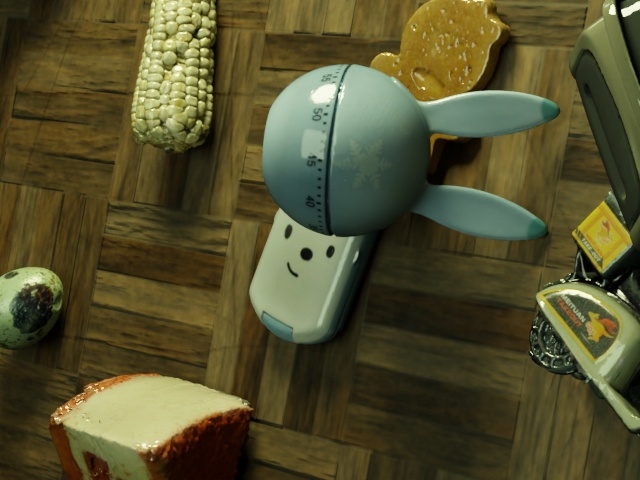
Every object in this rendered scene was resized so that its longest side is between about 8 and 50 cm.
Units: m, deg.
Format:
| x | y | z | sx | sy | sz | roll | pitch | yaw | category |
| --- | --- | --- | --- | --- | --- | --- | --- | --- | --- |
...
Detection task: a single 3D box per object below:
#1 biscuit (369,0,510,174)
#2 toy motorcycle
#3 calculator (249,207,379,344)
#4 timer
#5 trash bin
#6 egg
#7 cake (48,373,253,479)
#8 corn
| x | y | z | sx | sy | sz | roll | pitch | yaw | category |
| --- | --- | --- | --- | --- | --- | --- | --- | --- | --- |
| 0.104 | -0.151 | 1.727 | 0.133 | 0.027 | 0.184 | 25 | 102 | 36 | biscuit |
| 0.276 | 0.101 | 1.494 | 0.157 | 0.091 | 0.263 | -49 | 52 | 19 | toy motorcycle |
| 0.000 | 0.000 | 1.790 | 0.121 | 0.039 | 0.210 | 28 | 101 | 39 | calculator |
| 0.070 | -0.080 | 1.664 | 0.175 | 0.255 | 0.175 | -178 | 90 | -76 | timer |
| 0.345 | -0.127 | 1.415 | 0.290 | 0.182 | 0.209 | -29 | 64 | 29 | trash bin |
| -0.337 | 0.075 | 2.046 | 0.110 | 0.085 | 0.085 | -34 | 61 | 20 | egg |
| -0.186 | 0.273 | 1.829 | 0.158 | 0.159 | 0.262 | 11 | 92 | 39 | cake |
| -0.148 | -0.197 | 1.927 | 0.087 | 0.087 | 0.211 | 2 | 81 | 42 | corn |
